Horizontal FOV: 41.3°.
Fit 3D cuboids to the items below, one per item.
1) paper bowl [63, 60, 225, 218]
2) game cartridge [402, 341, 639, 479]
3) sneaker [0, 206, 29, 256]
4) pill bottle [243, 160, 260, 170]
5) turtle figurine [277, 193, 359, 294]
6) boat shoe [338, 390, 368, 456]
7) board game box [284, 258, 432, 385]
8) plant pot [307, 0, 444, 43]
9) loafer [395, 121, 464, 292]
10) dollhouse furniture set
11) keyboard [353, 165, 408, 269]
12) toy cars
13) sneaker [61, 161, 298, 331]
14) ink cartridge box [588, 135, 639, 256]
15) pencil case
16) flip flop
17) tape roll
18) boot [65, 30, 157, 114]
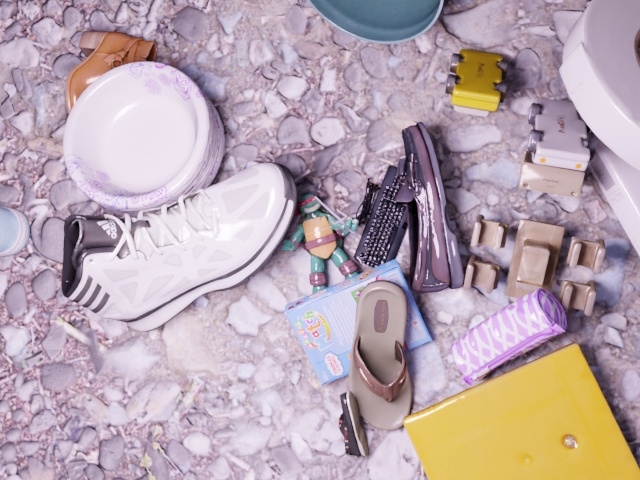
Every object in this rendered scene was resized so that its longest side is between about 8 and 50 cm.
[{"bbox_3d":[-0.318,-0.177,1.580,0.284,0.148,0.284,-3,76,13],"label":"paper bowl"},{"bbox_3d":[0.341,0.363,1.415,0.324,0.053,0.285,-25,82,8],"label":"game cartridge"},{"bbox_3d":[-0.746,-0.028,1.614,0.319,0.208,0.127,-6,81,10],"label":"sneaker"},{"bbox_3d":[-0.127,-0.071,1.568,0.078,0.078,0.137,23,86,14],"label":"pill bottle"},{"bbox_3d":[0.000,0.000,1.513,0.175,0.118,0.234,-21,92,23],"label":"turtle figurine"},{"bbox_3d":[0.050,0.317,1.461,0.042,0.049,0.133,-5,117,16],"label":"boat shoe"},{"bbox_3d":[0.066,0.144,1.478,0.212,0.039,0.160,-23,110,6],"label":"board game box"},{"bbox_3d":[0.117,-0.529,1.513,0.293,0.293,0.196,22,60,13],"label":"plant pot"},{"bbox_3d":[0.174,-0.056,1.485,0.095,0.109,0.302,-13,84,0],"label":"loafer"},{"bbox_3d":[0.377,-0.019,1.456,0.212,0.161,0.242,12,105,13],"label":"dollhouse furniture set"},{"bbox_3d":[0.110,-0.043,1.539,0.100,0.038,0.192,19,84,13],"label":"keyboard"},{"bbox_3d":[0.326,-0.209,1.430,0.177,0.087,0.393,-16,41,-26],"label":"toy cars"},{"bbox_3d":[-0.261,0.000,1.428,0.448,0.257,0.169,-36,58,21],"label":"sneaker"},{"bbox_3d":[0.624,-0.080,1.432,0.261,0.066,0.296,-21,77,-17],"label":"ink cartridge box"},{"bbox_3d":[0.307,0.161,1.401,0.086,0.088,0.206,36,125,-17],"label":"pencil case"},{"bbox_3d":[0.105,0.203,1.435,0.112,0.080,0.277,1,111,0],"label":"flip flop"},{"bbox_3d":[0.578,-0.257,1.365,0.392,0.072,0.391,8,59,-14],"label":"tape roll"},{"bbox_3d":[-0.410,-0.318,1.668,0.153,0.073,0.197,10,86,8],"label":"boot"}]
